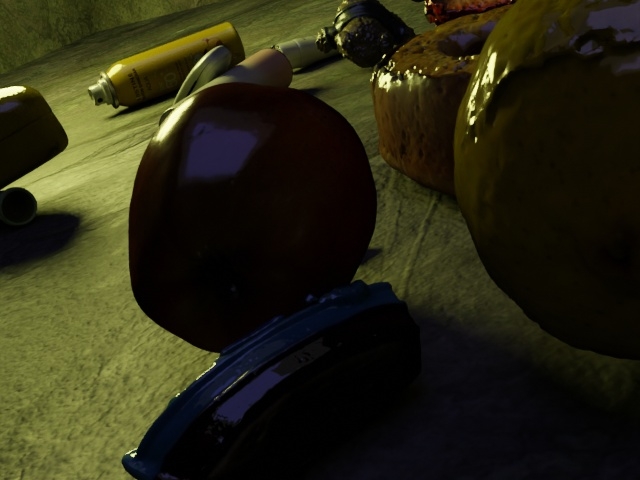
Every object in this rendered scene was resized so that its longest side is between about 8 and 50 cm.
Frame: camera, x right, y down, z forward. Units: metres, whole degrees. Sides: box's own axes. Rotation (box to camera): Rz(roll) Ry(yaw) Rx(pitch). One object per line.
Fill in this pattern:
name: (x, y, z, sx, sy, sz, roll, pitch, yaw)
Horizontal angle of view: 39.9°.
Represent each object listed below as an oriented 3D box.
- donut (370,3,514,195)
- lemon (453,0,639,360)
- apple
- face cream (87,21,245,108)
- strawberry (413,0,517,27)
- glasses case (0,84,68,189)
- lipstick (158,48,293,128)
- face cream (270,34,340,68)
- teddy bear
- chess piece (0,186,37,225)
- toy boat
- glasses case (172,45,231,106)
donut: (0.202, -0.154, 0.953, 0.317, 0.150, 0.299, -4, 28, 30)
lemon: (0.219, -0.058, 0.556, 0.293, 0.293, 0.293, -15, 22, 6)
apple: (-0.060, -0.022, 0.747, 0.234, 0.234, 0.234, -15, 22, 6)
face cream: (-0.343, -0.378, 1.947, 0.349, 0.105, 0.105, -24, 23, -17)
strawberry: (0.302, -0.450, 1.646, 0.286, 0.106, 0.188, 7, 53, 22)
glasses case: (-0.576, -0.114, 1.360, 0.371, 0.141, 0.173, -30, 15, 1)
lipstick: (-0.153, -0.240, 1.500, 0.087, 0.087, 0.327, -5, 25, 29)
face cream: (0.020, -0.399, 1.800, 0.244, 0.058, 0.092, -20, 17, -22)
teddy bear: (0.079, -0.390, 1.625, 0.182, 0.129, 0.251, -16, 21, 10)
chess piece: (-0.483, -0.058, 1.365, 0.059, 0.059, 0.149, -28, 20, -24)
toy boat: (-0.031, 0.096, 0.594, 0.223, 0.100, 0.097, -28, 33, -29)
glasses case: (-0.215, -0.275, 1.574, 0.076, 0.049, 0.197, -49, 2, -40)
